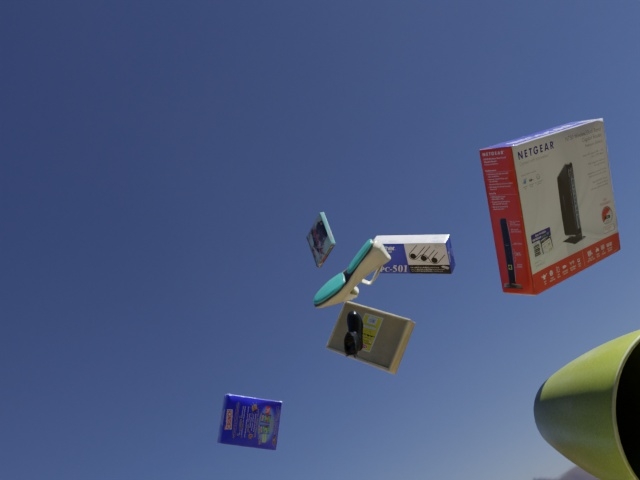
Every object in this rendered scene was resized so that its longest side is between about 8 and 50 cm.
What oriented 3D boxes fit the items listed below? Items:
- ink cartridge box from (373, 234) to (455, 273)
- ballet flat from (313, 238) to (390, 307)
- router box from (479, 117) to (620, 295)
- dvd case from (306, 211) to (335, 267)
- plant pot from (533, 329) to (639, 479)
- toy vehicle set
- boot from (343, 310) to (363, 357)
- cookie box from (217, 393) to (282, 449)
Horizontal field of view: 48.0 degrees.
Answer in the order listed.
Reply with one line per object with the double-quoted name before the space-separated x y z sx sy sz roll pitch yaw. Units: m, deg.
"ink cartridge box" 0.246 0.038 1.909 0.207 0.097 0.046 -1 30 29
"ballet flat" 0.085 0.103 1.833 0.248 0.086 0.086 -47 -30 23
"router box" 0.489 -0.078 1.505 0.335 0.301 0.082 -20 13 -36
"dvd case" 0.000 0.000 1.693 0.013 0.087 0.119 -10 -24 -22
"plant pot" 0.490 0.280 1.169 0.274 0.275 0.293 -19 -5 -21
"toy vehicle set" 0.149 0.292 2.202 0.035 0.267 0.166 35 -105 -44
"boot" 0.087 0.256 1.958 0.045 0.121 0.099 -6 -3 16
"cookie box" -0.133 0.340 1.346 0.107 0.092 0.040 12 -19 -15
